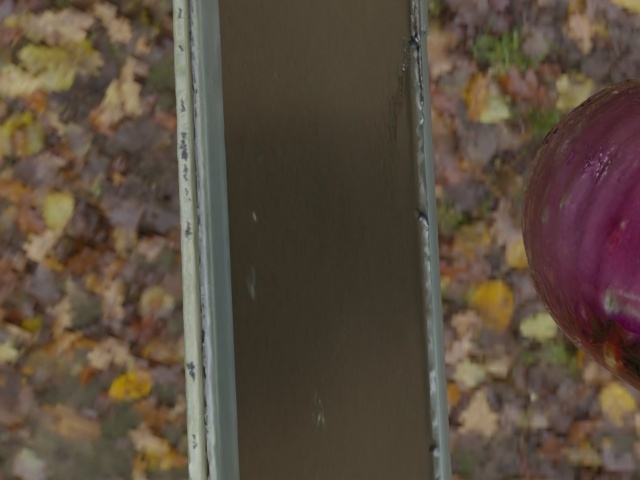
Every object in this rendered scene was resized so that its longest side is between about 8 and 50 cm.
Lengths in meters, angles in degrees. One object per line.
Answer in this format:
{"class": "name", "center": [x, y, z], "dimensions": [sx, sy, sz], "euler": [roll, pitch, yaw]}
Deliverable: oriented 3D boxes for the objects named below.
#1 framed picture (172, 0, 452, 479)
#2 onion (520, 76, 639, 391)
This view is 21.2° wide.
{"class": "framed picture", "center": [0.000, 0.000, 0.551], "dimensions": [0.019, 0.232, 0.296], "euler": [-4, 86, 19]}
{"class": "onion", "center": [0.167, -0.001, 0.680], "dimensions": [0.177, 0.177, 0.153], "euler": [-4, 104, 10]}
